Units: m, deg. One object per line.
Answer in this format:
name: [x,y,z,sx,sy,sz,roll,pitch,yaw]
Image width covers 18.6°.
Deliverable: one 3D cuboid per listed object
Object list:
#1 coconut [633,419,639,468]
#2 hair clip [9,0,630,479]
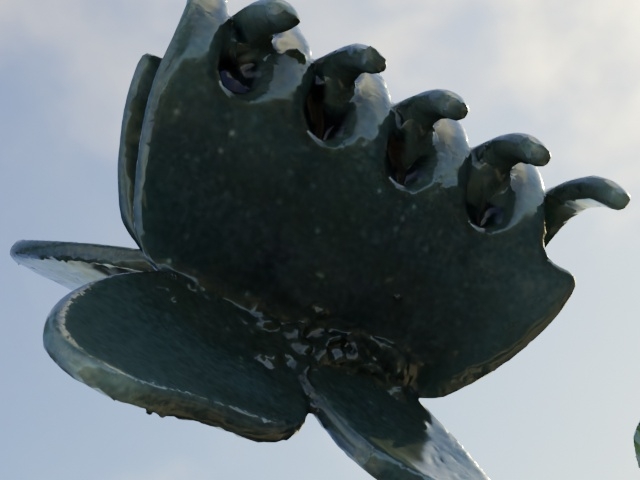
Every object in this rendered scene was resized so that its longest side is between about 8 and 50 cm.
coconut: [0.261,0.143,1.385,0.081,0.083,0.082,-43,0,-34]
hair clip: [0.000,0.000,1.241,0.238,0.318,0.392,-63,13,2]
